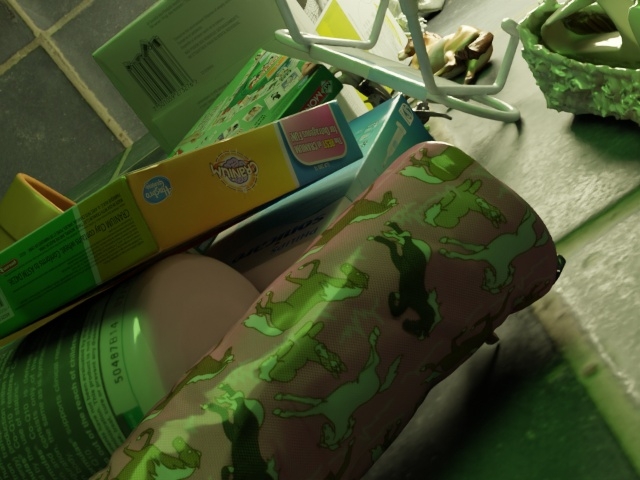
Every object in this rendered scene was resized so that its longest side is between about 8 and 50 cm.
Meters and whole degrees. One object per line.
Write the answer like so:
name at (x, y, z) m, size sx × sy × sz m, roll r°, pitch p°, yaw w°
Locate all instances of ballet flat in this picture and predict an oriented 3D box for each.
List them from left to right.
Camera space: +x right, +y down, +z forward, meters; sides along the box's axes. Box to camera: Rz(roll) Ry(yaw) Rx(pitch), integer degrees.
ballet flat at (0.302, -0.181, 0.995) m, size 0.147 × 0.147 × 0.409 m, roll -41°, pitch 18°, yaw -12°

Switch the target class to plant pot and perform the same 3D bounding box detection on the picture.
plant pot at (-0.308, 0.081, 1.341) m, size 0.203 × 0.291 × 0.291 m, roll -56°, pitch 18°, yaw -1°

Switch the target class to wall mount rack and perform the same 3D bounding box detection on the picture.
wall mount rack at (0.073, -0.249, 1.262) m, size 0.350 × 0.131 × 0.304 m, roll 25°, pitch 18°, yaw 30°

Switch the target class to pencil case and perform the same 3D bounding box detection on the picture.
pencil case at (0.006, 0.103, 0.780) m, size 0.386 × 0.167 × 0.160 m, roll -44°, pitch 12°, yaw -20°

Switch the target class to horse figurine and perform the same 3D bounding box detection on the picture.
horse figurine at (0.176, -0.255, 1.561) m, size 0.174 × 0.066 × 0.263 m, roll -51°, pitch 18°, yaw -22°

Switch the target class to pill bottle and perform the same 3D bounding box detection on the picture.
pill bottle at (-0.212, 0.169, 0.984) m, size 0.361 × 0.204 × 0.204 m, roll -27°, pitch 20°, yaw 29°

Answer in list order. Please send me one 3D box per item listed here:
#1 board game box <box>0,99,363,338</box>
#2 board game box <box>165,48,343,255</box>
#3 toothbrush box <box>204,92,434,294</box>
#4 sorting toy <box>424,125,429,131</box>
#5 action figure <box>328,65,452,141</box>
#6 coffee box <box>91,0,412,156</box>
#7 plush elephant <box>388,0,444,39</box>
board game box at (-0.137, -0.023, 0.979) m, size 0.242 × 0.064 × 0.316 m, roll -26°, pitch 2°, yaw 36°
board game box at (-0.126, -0.108, 1.401) m, size 0.317 × 0.046 × 0.213 m, roll -51°, pitch 28°, yaw -4°
toothbrush box at (0.000, 0.000, 1.134) m, size 0.216 × 0.126 × 0.295 m, roll -26°, pitch 20°, yaw 32°
sorting toy at (0.114, -0.139, 1.464) m, size 0.083 × 0.012 × 0.062 m, roll -31°, pitch 18°, yaw 22°
action figure at (0.035, -0.139, 1.407) m, size 0.275 × 0.141 × 0.164 m, roll -19°, pitch 34°, yaw 49°
coffee box at (-0.097, -0.311, 1.783) m, size 0.337 × 0.338 × 0.334 m, roll -26°, pitch 19°, yaw 32°
plush elephant at (0.095, -0.482, 2.001) m, size 0.330 × 0.272 × 0.255 m, roll 14°, pitch 62°, yaw 33°
